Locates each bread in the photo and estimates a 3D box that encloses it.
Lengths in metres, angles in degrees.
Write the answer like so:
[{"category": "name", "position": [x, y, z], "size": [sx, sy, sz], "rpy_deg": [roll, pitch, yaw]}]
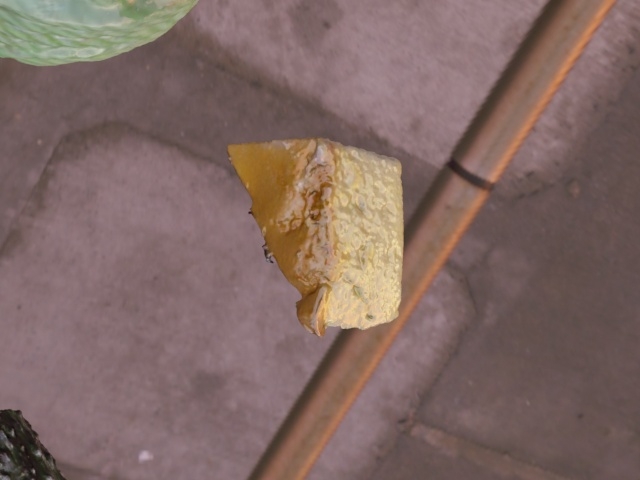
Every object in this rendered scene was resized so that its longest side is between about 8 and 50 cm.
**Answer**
[{"category": "bread", "position": [0.000, 0.000, 0.658], "size": [0.084, 0.080, 0.109], "rpy_deg": [5, 84, -43]}]

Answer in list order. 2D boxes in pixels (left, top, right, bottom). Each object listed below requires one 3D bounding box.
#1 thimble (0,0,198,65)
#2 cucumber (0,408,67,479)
[{"category": "thimble", "position": [-0.146, -0.217, 0.667], "size": [0.219, 0.150, 0.218], "rpy_deg": [3, 82, -22]}, {"category": "cucumber", "position": [-0.228, 0.310, 1.061], "size": [0.096, 0.359, 0.096], "rpy_deg": [-32, 151, -20]}]
